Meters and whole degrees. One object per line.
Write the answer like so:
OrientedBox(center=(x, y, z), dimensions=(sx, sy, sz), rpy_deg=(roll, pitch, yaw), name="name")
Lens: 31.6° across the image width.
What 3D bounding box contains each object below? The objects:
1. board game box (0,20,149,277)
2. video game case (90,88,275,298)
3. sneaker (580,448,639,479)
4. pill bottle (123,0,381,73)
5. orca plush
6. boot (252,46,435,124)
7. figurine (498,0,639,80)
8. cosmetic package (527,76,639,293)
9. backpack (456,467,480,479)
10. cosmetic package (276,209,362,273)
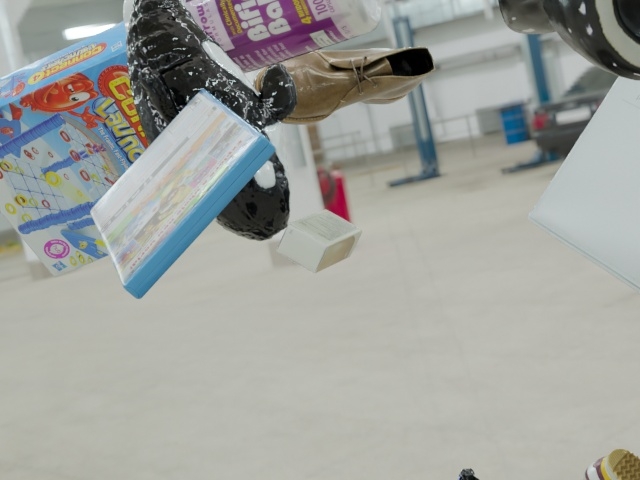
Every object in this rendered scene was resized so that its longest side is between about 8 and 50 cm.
OrientedBox(center=(-0.338, -0.125, 1.656), dimensions=(0.302, 0.308, 0.086), rpy_deg=(-22, 39, 11), name="board game box")
OrientedBox(center=(-0.093, -0.036, 0.720), dimensions=(0.119, 0.015, 0.166), rpy_deg=(-47, 24, 0), name="video game case")
OrientedBox(center=(0.416, 0.349, 1.439), dimensions=(0.069, 0.185, 0.084), rpy_deg=(-35, -11, -39), name="sneaker")
OrientedBox(center=(-0.089, -0.302, 1.429), dimensions=(0.301, 0.169, 0.169), rpy_deg=(-16, 5, 18), name="pill bottle")
OrientedBox(center=(-0.108, -0.138, 0.941), dimensions=(0.151, 0.287, 0.102), rpy_deg=(-15, -15, 16), name="orca plush")
OrientedBox(center=(0.039, -0.247, 1.678), dimensions=(0.305, 0.112, 0.115), rpy_deg=(-15, -1, -35), name="boot")
OrientedBox(center=(0.136, -0.191, 0.523), dimensions=(0.092, 0.215, 0.209), rpy_deg=(4, 14, -10), name="figurine")
OrientedBox(center=(0.549, -0.083, 1.467), dimensions=(0.327, 0.393, 0.329), rpy_deg=(36, 9, 31), name="cosmetic package")
OrientedBox(center=(0.169, 0.310, 1.151), dimensions=(0.114, 0.084, 0.105), rpy_deg=(28, 33, 9), name="backpack")
OrientedBox(center=(0.000, 0.000, 1.382), dimensions=(0.060, 0.041, 0.115), rpy_deg=(31, 20, 17), name="cosmetic package")
